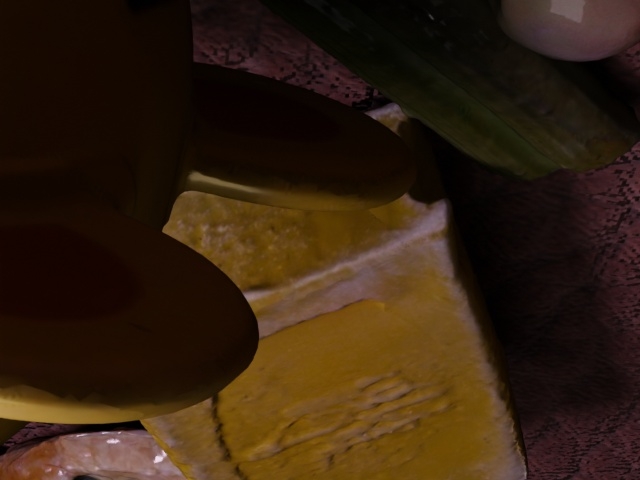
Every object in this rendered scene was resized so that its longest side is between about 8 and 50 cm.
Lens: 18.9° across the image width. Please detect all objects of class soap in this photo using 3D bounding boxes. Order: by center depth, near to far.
[{"bbox_3d":[0.001,0.067,1.047,0.199,0.091,0.315,-20,147,2],"label":"soap"}]

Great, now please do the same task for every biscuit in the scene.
[{"bbox_3d":[0.020,-0.110,0.833,0.099,0.038,0.322,-12,146,42],"label":"biscuit"}]

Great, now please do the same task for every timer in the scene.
[{"bbox_3d":[-0.170,-0.056,0.663,0.387,0.376,0.376,16,154,12],"label":"timer"}]

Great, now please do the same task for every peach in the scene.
[{"bbox_3d":[0.103,-0.111,0.759,0.083,0.083,0.083,8,153,4],"label":"peach"}]

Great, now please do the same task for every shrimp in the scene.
[{"bbox_3d":[-0.179,0.176,1.430,0.317,0.077,0.168,4,143,4],"label":"shrimp"}]
